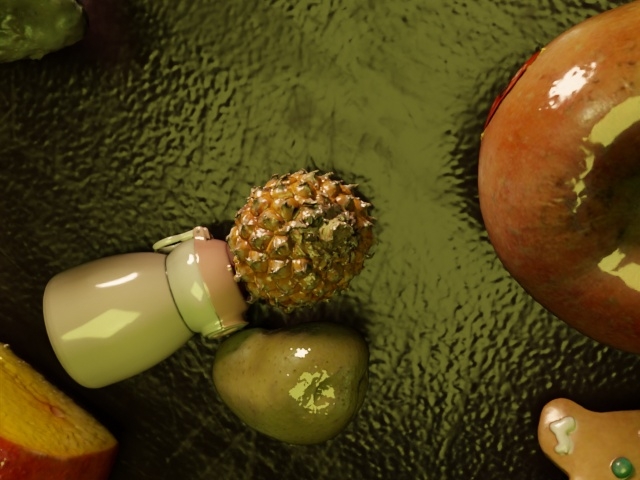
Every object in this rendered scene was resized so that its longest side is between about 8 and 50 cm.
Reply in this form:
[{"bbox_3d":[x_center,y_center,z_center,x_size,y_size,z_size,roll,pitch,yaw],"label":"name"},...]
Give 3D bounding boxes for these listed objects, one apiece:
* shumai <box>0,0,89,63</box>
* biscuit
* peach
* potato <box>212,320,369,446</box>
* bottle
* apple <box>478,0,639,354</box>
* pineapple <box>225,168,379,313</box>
[{"bbox_3d":[-0.374,-0.306,0.730,0.260,0.225,0.222,31,132,34],"label":"shumai"},{"bbox_3d":[0.418,0.235,0.770,0.339,0.047,0.216,-12,59,15],"label":"biscuit"},{"bbox_3d":[-0.454,0.290,0.840,0.380,0.242,0.306,-28,90,9],"label":"peach"},{"bbox_3d":[-0.039,0.161,0.818,0.194,0.157,0.157,6,99,20],"label":"potato"},{"bbox_3d":[-0.189,0.073,0.832,0.236,0.147,0.148,-19,96,1],"label":"bottle"},{"bbox_3d":[0.323,-0.073,0.676,0.338,0.305,0.338,5,109,15],"label":"apple"},{"bbox_3d":[-0.002,-0.003,0.766,0.176,0.137,0.161,-13,93,-28],"label":"pineapple"}]
